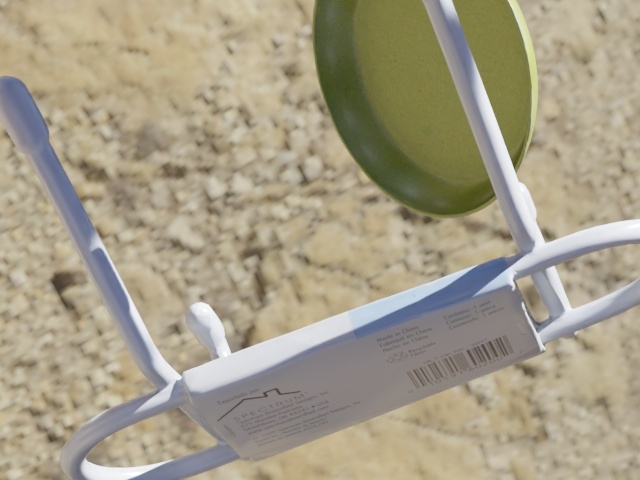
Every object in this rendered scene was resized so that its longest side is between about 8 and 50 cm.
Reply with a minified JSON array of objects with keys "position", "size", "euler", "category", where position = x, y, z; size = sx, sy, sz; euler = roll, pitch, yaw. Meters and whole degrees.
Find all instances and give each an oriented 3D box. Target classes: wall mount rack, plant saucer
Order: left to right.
[{"position":[0.000,0.000,0.977],"size":[0.304,0.350,0.130],"euler":[56,14,-62],"category":"wall mount rack"},{"position":[0.086,-0.137,1.482],"size":[0.037,0.241,0.241],"euler":[-20,86,-38],"category":"plant saucer"}]
